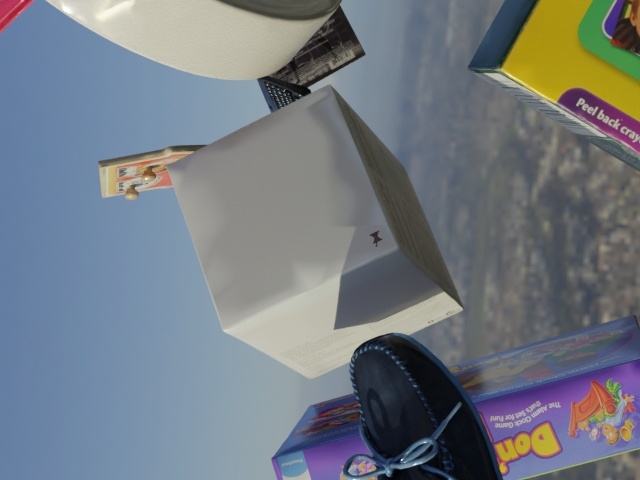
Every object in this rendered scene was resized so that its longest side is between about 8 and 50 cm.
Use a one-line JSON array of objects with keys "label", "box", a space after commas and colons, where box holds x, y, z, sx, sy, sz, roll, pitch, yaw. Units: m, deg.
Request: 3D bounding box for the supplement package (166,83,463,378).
[{"label": "supplement package", "box": [0.000, 0.000, 1.638, 0.198, 0.199, 0.263, 69, -168, 22]}]

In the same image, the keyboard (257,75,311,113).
[{"label": "keyboard", "box": [-0.028, -0.153, 2.000, 0.192, 0.100, 0.038, 61, -133, -70]}]

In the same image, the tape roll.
[{"label": "tape roll", "box": [-0.148, -0.287, 1.176, 0.072, 0.392, 0.392, -44, 22, 28]}]

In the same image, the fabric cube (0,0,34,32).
[{"label": "fabric cube", "box": [-0.402, -0.222, 1.121, 0.258, 0.254, 0.259, 58, -150, 7]}]

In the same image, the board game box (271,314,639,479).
[{"label": "board game box", "box": [0.145, 0.169, 1.442, 0.233, 0.347, 0.078, -35, -72, -80]}]

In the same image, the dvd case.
[{"label": "dvd case", "box": [-0.053, -0.337, 2.315, 0.221, 0.164, 0.018, 61, 174, -13]}]

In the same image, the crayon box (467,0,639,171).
[{"label": "crayon box", "box": [0.359, -0.188, 1.269, 0.313, 0.363, 0.106, -61, 12, 1]}]

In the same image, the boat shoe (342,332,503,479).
[{"label": "boat shoe", "box": [0.088, 0.191, 1.174, 0.109, 0.089, 0.258, -42, 71, 44]}]

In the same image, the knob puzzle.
[{"label": "knob puzzle", "box": [-0.202, -0.090, 2.084, 0.213, 0.213, 0.030, 94, 164, -79]}]
